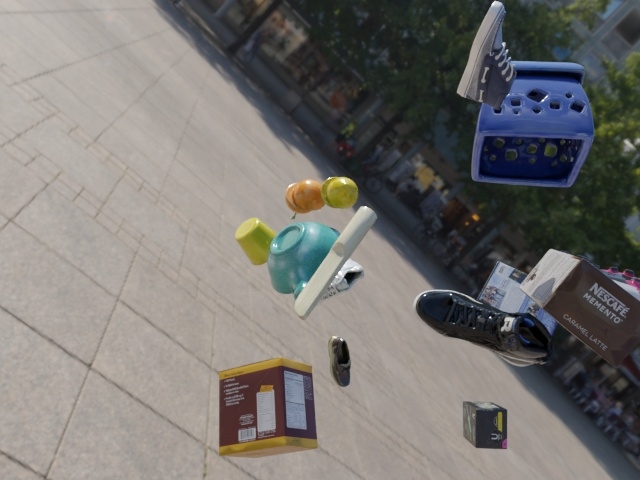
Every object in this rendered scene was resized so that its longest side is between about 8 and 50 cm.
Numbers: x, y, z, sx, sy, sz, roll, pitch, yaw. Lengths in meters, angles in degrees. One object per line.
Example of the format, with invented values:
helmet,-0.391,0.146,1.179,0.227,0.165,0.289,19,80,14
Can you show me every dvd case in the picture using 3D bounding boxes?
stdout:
dvd case,0.651,0.188,1.954,0.253,0.180,0.022,27,-30,19

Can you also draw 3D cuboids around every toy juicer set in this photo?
toy juicer set,0.000,0.000,0.946,0.089,0.209,0.329,50,-6,-29

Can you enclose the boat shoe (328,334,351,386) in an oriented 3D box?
boat shoe,0.057,0.332,1.642,0.049,0.056,0.152,9,-62,52

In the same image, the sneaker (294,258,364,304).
sneaker,0.017,0.083,1.140,0.061,0.152,0.054,21,-38,55

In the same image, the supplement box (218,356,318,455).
supplement box,-0.125,0.393,1.415,0.129,0.191,0.194,30,48,-51

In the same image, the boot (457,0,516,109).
boot,0.298,-0.308,1.024,0.086,0.069,0.190,26,-28,12

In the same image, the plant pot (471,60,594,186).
plant pot,0.468,-0.267,1.360,0.235,0.212,0.236,5,-21,14

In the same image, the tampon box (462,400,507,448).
tampon box,0.520,0.582,1.924,0.101,0.121,0.161,2,-6,-1

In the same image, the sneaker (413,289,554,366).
sneaker,0.258,0.123,0.939,0.216,0.079,0.121,23,-18,1

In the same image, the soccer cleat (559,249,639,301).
soccer cleat,0.632,0.130,1.339,0.331,0.143,0.116,18,16,-7

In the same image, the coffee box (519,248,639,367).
coffee box,0.426,0.100,0.996,0.141,0.098,0.246,39,8,6
